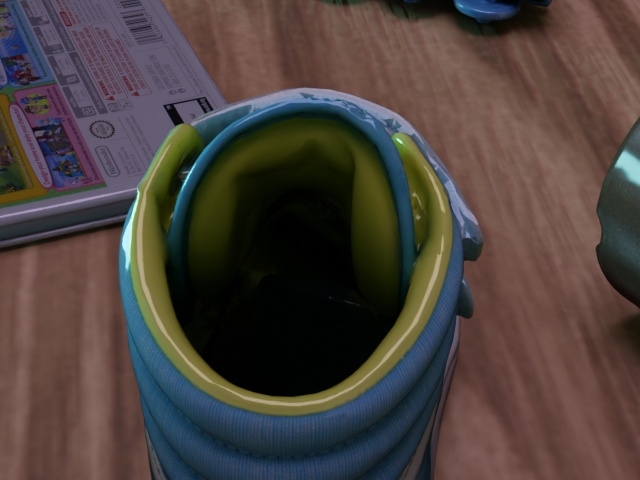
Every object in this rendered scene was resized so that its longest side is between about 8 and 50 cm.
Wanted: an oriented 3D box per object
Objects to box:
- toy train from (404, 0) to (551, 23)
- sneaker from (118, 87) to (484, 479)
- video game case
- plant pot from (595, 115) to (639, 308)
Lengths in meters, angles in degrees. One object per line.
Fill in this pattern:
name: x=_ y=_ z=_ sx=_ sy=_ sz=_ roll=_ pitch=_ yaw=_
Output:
toy train: x=0.071 y=-0.199 z=0.885 sx=0.184 sy=0.080 sz=0.105 roll=14 pitch=34 yaw=15
sneaker: x=0.000 y=0.000 z=0.522 sx=0.127 sy=0.208 sz=0.319 roll=-1 pitch=38 yaw=-1
video game case: x=-0.156 y=-0.073 z=0.755 sx=0.193 sy=0.023 sz=0.212 roll=-13 pitch=42 yaw=-19
plant pot: x=0.214 y=0.007 z=0.576 sx=0.167 sy=0.167 sz=0.165 roll=-21 pitch=37 yaw=-27
